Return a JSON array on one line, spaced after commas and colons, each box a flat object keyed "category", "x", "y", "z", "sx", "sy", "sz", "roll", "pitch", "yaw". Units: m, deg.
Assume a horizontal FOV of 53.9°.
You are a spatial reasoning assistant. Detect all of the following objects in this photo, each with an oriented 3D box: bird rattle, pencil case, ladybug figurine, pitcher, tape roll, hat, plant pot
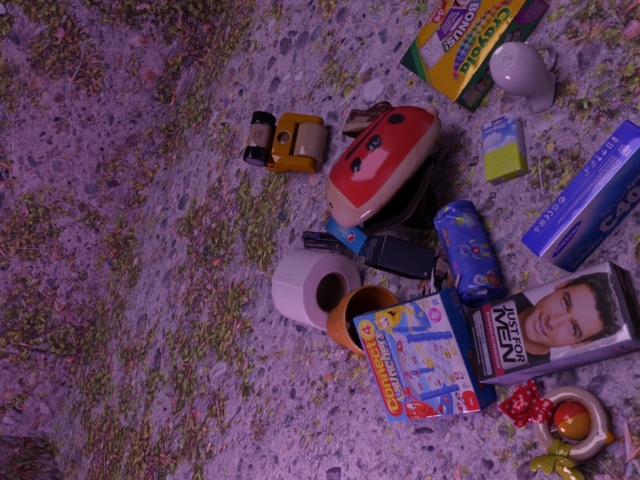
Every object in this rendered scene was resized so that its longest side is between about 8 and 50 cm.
[{"category": "bird rattle", "x": 0.539, "y": 0.414, "z": 1.410, "sx": 0.207, "sy": 0.143, "sz": 0.253, "roll": -35, "pitch": 37, "yaw": 21}, {"category": "pencil case", "x": 0.392, "y": 0.036, "z": 1.692, "sx": 0.119, "sy": 0.133, "sz": 0.306, "roll": 111, "pitch": 154, "yaw": -53}, {"category": "ladybug figurine", "x": 0.172, "y": -0.238, "z": 1.880, "sx": 0.449, "sy": 0.162, "sz": 0.305, "roll": -48, "pitch": 19, "yaw": 13}, {"category": "pitcher", "x": 0.545, "y": -0.458, "z": 1.654, "sx": 0.125, "sy": 0.207, "sz": 0.177, "roll": 11, "pitch": 82, "yaw": 50}, {"category": "tape roll", "x": -0.013, "y": 0.153, "z": 2.027, "sx": 0.169, "sy": 0.246, "sz": 0.246, "roll": 9, "pitch": 82, "yaw": 51}, {"category": "hat", "x": 0.265, "y": -0.107, "z": 1.882, "sx": 0.331, "sy": 0.134, "sz": 0.331, "roll": -44, "pitch": 20, "yaw": 21}, {"category": "plant pot", "x": 0.116, "y": 0.246, "z": 1.894, "sx": 0.188, "sy": 0.205, "sz": 0.205, "roll": -24, "pitch": 57, "yaw": 61}]

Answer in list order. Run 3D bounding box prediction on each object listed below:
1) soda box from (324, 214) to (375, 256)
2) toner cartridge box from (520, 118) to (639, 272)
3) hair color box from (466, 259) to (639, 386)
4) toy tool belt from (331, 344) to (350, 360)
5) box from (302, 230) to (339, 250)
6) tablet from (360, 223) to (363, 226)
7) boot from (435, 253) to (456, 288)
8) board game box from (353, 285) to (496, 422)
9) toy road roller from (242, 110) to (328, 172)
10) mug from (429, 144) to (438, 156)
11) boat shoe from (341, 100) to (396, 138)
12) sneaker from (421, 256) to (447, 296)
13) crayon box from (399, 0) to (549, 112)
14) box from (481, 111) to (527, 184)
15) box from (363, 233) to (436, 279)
[{"category": "soda box", "x": 0.104, "y": -0.020, "z": 2.100, "sx": 0.210, "sy": 0.067, "sz": 0.071, "roll": 40, "pitch": 106, "yaw": 50}, {"category": "toner cartridge box", "x": 0.633, "y": -0.091, "z": 1.434, "sx": 0.347, "sy": 0.165, "sz": 0.075, "roll": -54, "pitch": 42, "yaw": 20}, {"category": "hair color box", "x": 0.539, "y": 0.204, "z": 1.465, "sx": 0.374, "sy": 0.114, "sz": 0.185, "roll": -29, "pitch": 55, "yaw": 39}, {"category": "toy tool belt", "x": 0.068, "y": 0.340, "z": 2.009, "sx": 0.051, "sy": 0.052, "sz": 0.083, "roll": 43, "pitch": 108, "yaw": 40}, {"category": "box", "x": 0.000, "y": 0.000, "z": 2.124, "sx": 0.162, "sy": 0.116, "sz": 0.029, "roll": -107, "pitch": 22, "yaw": -75}, {"category": "tablet", "x": 0.140, "y": -0.081, "z": 2.131, "sx": 0.083, "sy": 0.006, "sz": 0.054, "roll": 39, "pitch": 106, "yaw": 50}, {"category": "boot", "x": 0.373, "y": 0.091, "z": 1.750, "sx": 0.087, "sy": 0.118, "sz": 0.042, "roll": -53, "pitch": 2, "yaw": -33}, {"category": "board game box", "x": 0.267, "y": 0.308, "z": 1.666, "sx": 0.302, "sy": 0.086, "sz": 0.308, "roll": -24, "pitch": 83, "yaw": 42}, {"category": "toy road roller", "x": -0.130, "y": -0.363, "z": 2.451, "sx": 0.330, "sy": 0.240, "sz": 0.202, "roll": 8, "pitch": 79, "yaw": 13}, {"category": "mug", "x": 0.328, "y": -0.282, "z": 1.965, "sx": 0.062, "sy": 0.078, "sz": 0.064, "roll": 49, "pitch": 127, "yaw": 12}, {"category": "boat shoe", "x": 0.203, "y": -0.412, "z": 2.107, "sx": 0.342, "sy": 0.123, "sz": 0.123, "roll": 8, "pitch": 82, "yaw": 57}, {"category": "sneaker", "x": 0.319, "y": 0.130, "z": 1.789, "sx": 0.077, "sy": 0.072, "sz": 0.178, "roll": -20, "pitch": 54, "yaw": 56}, {"category": "crayon box", "x": 0.451, "y": -0.620, "z": 1.907, "sx": 0.363, "sy": 0.106, "sz": 0.313, "roll": -56, "pitch": 41, "yaw": 18}, {"category": "box", "x": 0.507, "y": -0.254, "z": 1.743, "sx": 0.109, "sy": 0.042, "sz": 0.178, "roll": -20, "pitch": 60, "yaw": 43}, {"category": "box", "x": 0.227, "y": 0.050, "z": 1.817, "sx": 0.158, "sy": 0.156, "sz": 0.093, "roll": 168, "pitch": 118, "yaw": -79}]
